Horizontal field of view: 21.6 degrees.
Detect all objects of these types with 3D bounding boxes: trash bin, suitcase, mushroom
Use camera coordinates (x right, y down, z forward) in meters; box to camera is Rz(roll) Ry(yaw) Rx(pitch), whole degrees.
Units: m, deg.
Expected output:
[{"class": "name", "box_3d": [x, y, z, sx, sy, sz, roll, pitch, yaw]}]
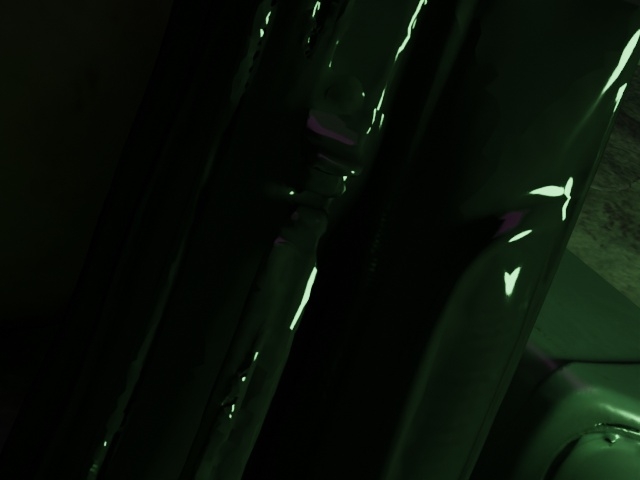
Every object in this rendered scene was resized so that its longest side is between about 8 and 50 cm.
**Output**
[{"class": "trash bin", "box_3d": [0.118, 0.071, 0.927, 0.176, 0.101, 0.236, 3, 33, -45]}, {"class": "suitcase", "box_3d": [0.000, 0.000, 0.691, 0.188, 0.345, 0.339, 21, 16, -6]}, {"class": "mushroom", "box_3d": [-0.171, -0.135, 0.925, 0.294, 0.362, 0.362, 20, 16, 29]}]
